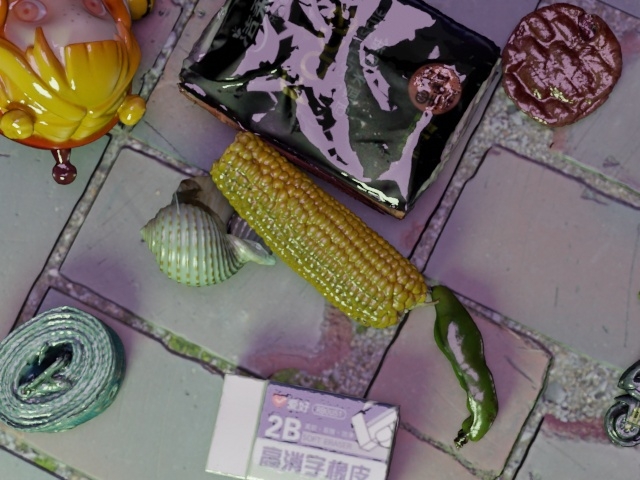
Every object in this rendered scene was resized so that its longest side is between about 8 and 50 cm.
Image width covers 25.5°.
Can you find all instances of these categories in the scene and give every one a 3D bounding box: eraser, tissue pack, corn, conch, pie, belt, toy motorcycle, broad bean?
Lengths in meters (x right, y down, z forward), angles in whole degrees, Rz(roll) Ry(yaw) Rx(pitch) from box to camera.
[{"bbox_3d":[-0.019,0.233,1.655,0.210,0.068,0.124,11,84,6],"label":"eraser"},{"bbox_3d":[0.020,-0.199,1.681,0.332,0.123,0.245,31,83,8],"label":"tissue pack"},{"bbox_3d":[0.000,0.000,1.650,0.310,0.101,0.101,38,87,-5],"label":"corn"},{"bbox_3d":[-0.137,-0.009,1.677,0.153,0.102,0.135,13,69,-38],"label":"conch"},{"bbox_3d":[0.289,-0.212,1.707,0.154,0.038,0.153,-1,84,7],"label":"pie"},{"bbox_3d":[-0.316,0.157,1.680,0.148,0.082,0.163,28,84,11],"label":"belt"},{"bbox_3d":[0.420,0.168,1.634,0.193,0.061,0.124,-10,89,11],"label":"toy motorcycle"},{"bbox_3d":[0.170,0.145,1.663,0.061,0.046,0.195,-11,84,19],"label":"broad bean"}]

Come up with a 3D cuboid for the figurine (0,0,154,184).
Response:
[{"bbox_3d":[-0.337,-0.242,1.677,0.320,0.196,0.323,-13,66,-37],"label":"figurine"}]

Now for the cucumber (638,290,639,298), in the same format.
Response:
[{"bbox_3d":[0.456,0.083,1.656,0.168,0.039,0.039,7,83,8],"label":"cucumber"}]
